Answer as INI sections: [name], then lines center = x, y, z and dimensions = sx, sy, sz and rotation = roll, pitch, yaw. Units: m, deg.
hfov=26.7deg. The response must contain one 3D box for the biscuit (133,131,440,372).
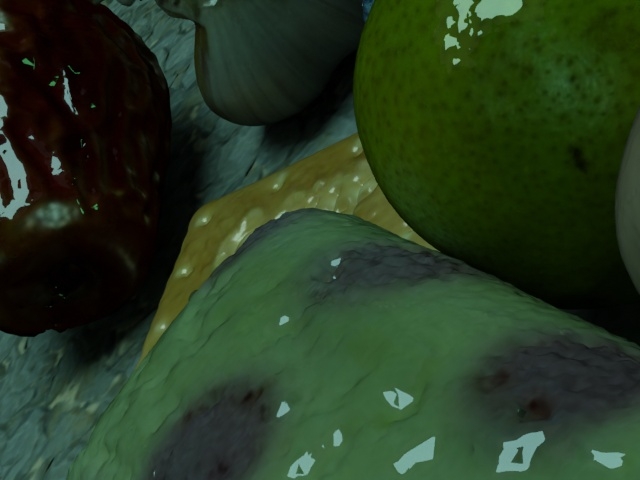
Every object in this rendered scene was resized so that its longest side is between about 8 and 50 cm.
[biscuit]
center = -0.001, 0.000, 0.733
dimensions = 0.249, 0.030, 0.160
rotation = -22, 37, 38

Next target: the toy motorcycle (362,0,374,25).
[toy motorcycle]
center = 0.075, -0.214, 0.741
dimensions = 0.092, 0.135, 0.254
rotation = 14, 94, 27

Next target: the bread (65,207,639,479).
[bread]
center = 0.043, 0.105, 0.412
dimensions = 0.187, 0.155, 0.338
rotation = -53, 27, -4

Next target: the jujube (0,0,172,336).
[jujube]
center = -0.192, -0.065, 0.916
dimensions = 0.197, 0.197, 0.290
rotation = -39, 42, 16

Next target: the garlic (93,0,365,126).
[garlic]
center = -0.075, -0.189, 0.869
dimensions = 0.256, 0.207, 0.207
rotation = 8, 59, 37

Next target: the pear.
[pear]
center = 0.098, -0.085, 0.518
dimensions = 0.180, 0.216, 0.166
rotation = -18, 19, -22

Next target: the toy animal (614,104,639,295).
[toy animal]
center = 0.197, -0.046, 0.362
dimensions = 0.213, 0.195, 0.256
rotation = 18, 65, 44
